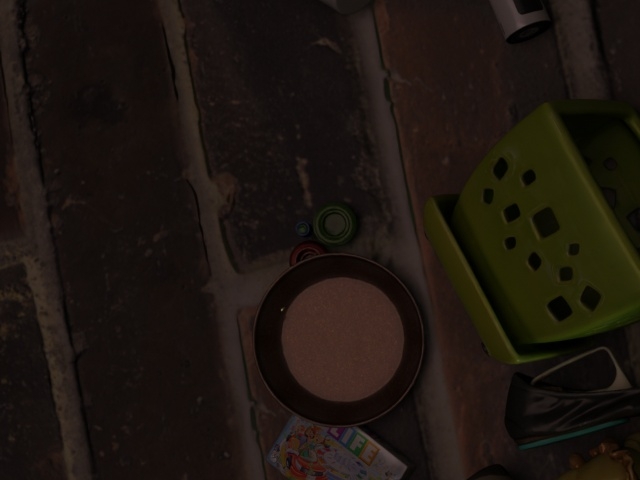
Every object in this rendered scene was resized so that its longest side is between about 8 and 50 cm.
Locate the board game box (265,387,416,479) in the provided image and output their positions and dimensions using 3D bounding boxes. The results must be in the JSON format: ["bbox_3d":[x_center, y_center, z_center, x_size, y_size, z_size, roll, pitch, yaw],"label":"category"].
[{"bbox_3d":[0.022,0.255,2.028,0.154,0.026,0.103,36,104,24],"label":"board game box"}]

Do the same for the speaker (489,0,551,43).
[{"bbox_3d":[0.204,-0.288,1.941,0.055,0.055,0.136,-26,76,24],"label":"speaker"}]

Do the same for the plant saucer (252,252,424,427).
[{"bbox_3d":[0.022,0.113,2.007,0.198,0.036,0.199,0,90,10],"label":"plant saucer"}]

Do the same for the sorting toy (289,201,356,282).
[{"bbox_3d":[0.000,0.000,2.048,0.061,0.042,0.102,37,93,8],"label":"sorting toy"}]

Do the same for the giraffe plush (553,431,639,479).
[{"bbox_3d":[0.322,0.287,1.810,0.170,0.181,0.210,37,117,45],"label":"giraffe plush"}]

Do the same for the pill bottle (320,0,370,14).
[{"bbox_3d":[-0.028,-0.351,2.027,0.208,0.119,0.119,36,104,24],"label":"pill bottle"}]

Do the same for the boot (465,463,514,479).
[{"bbox_3d":[0.149,0.455,1.849,0.377,0.138,0.284,-42,71,-13],"label":"boot"}]

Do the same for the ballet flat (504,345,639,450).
[{"bbox_3d":[0.323,0.153,1.817,0.280,0.095,0.096,-9,84,13],"label":"ballet flat"}]

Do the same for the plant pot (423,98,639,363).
[{"bbox_3d":[0.252,0.002,1.814,0.207,0.228,0.227,-35,75,28],"label":"plant pot"}]
